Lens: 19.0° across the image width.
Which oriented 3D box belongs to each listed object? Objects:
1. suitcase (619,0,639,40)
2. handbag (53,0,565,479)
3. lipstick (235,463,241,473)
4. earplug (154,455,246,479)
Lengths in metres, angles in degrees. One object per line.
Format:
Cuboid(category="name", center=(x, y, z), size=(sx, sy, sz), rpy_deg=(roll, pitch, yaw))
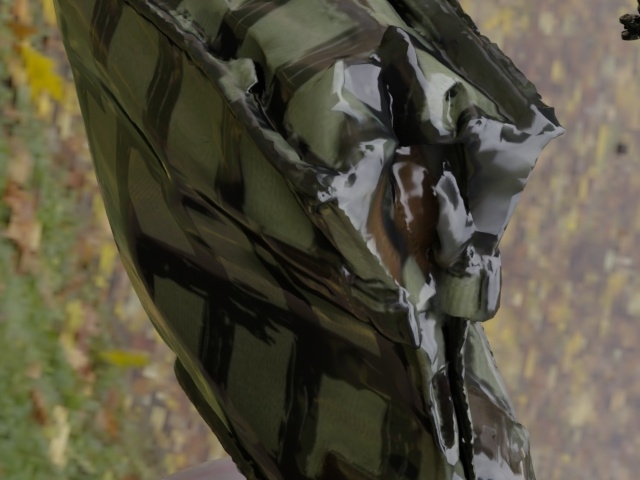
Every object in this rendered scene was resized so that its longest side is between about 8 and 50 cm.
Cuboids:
Cuboid(category="suitcase", center=(0.205, -0.136, 0.911), size=(0.059, 0.126, 0.086), rpy_deg=(-29, 116, -53))
Cuboid(category="handbag", center=(0.000, 0.000, 0.918), size=(0.162, 0.327, 0.325), rpy_deg=(-21, 126, -12))
Cuboid(category="lipstick", center=(-0.053, 0.111, 1.378), size=(0.037, 0.037, 0.116), rpy_deg=(-35, 124, -47))
Cuboid(category="earplug", center=(-0.101, 0.246, 1.469), size=(0.172, 0.301, 0.172), rpy_deg=(-23, 90, -85))
